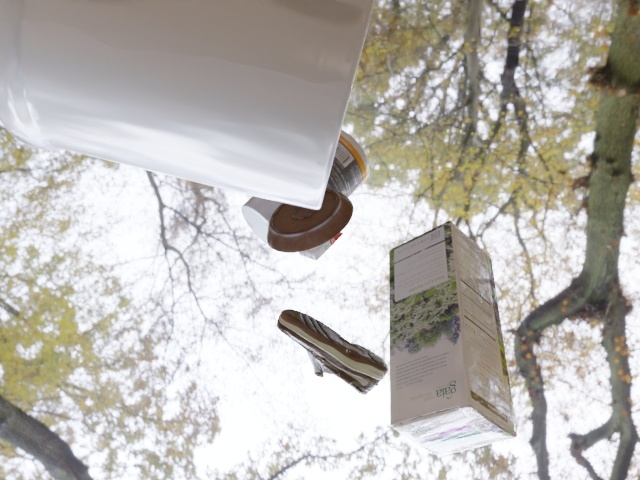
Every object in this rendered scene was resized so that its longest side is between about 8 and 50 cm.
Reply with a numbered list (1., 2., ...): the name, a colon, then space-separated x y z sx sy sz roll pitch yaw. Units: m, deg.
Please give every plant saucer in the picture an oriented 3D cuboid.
1. plant saucer: -0.025 -0.043 1.068 0.168 0.029 0.168 -18 -146 13

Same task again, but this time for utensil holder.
1. utensil holder: -0.147 -0.231 0.763 0.385 0.328 0.328 14 -136 -2

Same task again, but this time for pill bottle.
1. pill bottle: -0.033 -0.115 1.342 0.162 0.162 0.278 31 -115 34

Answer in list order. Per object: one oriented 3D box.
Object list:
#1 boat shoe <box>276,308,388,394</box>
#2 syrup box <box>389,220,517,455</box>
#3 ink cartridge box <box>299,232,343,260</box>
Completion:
1. boat shoe: 0.012 0.238 1.228 0.257 0.095 0.095 32 -169 -9
2. syrup box: 0.141 0.105 0.674 0.093 0.096 0.237 -29 -140 33
3. ink cartridge box: 0.000 0.000 1.552 0.062 0.029 0.115 19 -127 40
